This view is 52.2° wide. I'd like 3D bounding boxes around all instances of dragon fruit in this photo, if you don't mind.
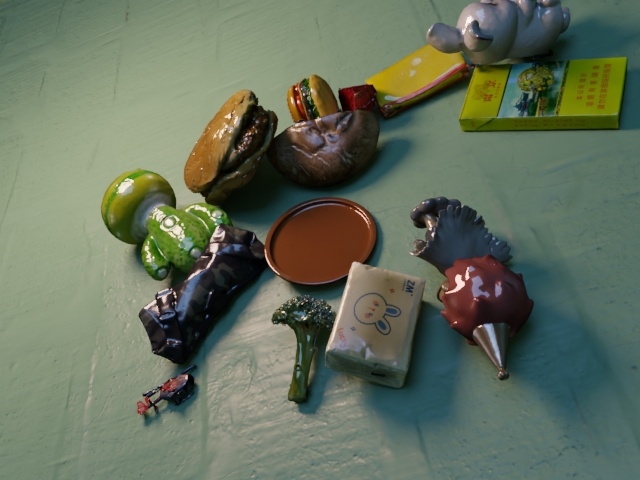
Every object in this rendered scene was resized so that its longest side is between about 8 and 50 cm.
[{"bbox_3d":[0.101,-0.333,1.620,0.083,0.107,0.162,-14,13,-14],"label":"dragon fruit"}]

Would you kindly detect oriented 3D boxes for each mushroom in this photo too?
[{"bbox_3d":[0.008,-0.198,1.542,0.285,0.156,0.151,-16,74,17],"label":"mushroom"}]

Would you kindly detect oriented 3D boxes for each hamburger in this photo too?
[{"bbox_3d":[-0.218,-0.225,1.567,0.283,0.144,0.260,-30,30,45],"label":"hamburger"},{"bbox_3d":[-0.016,-0.331,1.628,0.115,0.162,0.162,-20,47,13],"label":"hamburger"}]

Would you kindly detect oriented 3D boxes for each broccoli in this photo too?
[{"bbox_3d":[-0.034,0.201,1.237,0.118,0.122,0.204,143,134,-57],"label":"broccoli"}]

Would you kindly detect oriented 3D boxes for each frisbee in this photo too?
[{"bbox_3d":[0.000,0.000,1.418,0.250,0.021,0.251,-9,48,10],"label":"frisbee"}]

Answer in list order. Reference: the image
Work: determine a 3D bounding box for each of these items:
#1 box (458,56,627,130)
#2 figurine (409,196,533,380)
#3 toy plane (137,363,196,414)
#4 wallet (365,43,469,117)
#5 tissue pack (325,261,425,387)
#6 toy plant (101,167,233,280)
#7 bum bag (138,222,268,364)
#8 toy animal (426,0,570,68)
[{"bbox_3d":[0.493,-0.324,1.457,0.334,0.047,0.187,4,55,29],"label":"box"},{"bbox_3d":[0.271,0.083,1.163,0.206,0.166,0.387,7,45,-28],"label":"figurine"},{"bbox_3d":[-0.307,0.305,1.316,0.145,0.037,0.060,-34,42,-6],"label":"toy plane"},{"bbox_3d":[0.244,-0.403,1.635,0.241,0.067,0.141,-27,51,9],"label":"wallet"},{"bbox_3d":[0.102,0.149,1.189,0.148,0.092,0.196,14,55,6],"label":"tissue pack"},{"bbox_3d":[-0.366,-0.030,1.543,0.315,0.185,0.224,30,65,30],"label":"toy plant"},{"bbox_3d":[-0.251,0.106,1.410,0.144,0.095,0.340,35,70,10],"label":"bum bag"},{"bbox_3d":[0.414,-0.480,1.497,0.325,0.154,0.208,-26,27,-31],"label":"toy animal"}]
